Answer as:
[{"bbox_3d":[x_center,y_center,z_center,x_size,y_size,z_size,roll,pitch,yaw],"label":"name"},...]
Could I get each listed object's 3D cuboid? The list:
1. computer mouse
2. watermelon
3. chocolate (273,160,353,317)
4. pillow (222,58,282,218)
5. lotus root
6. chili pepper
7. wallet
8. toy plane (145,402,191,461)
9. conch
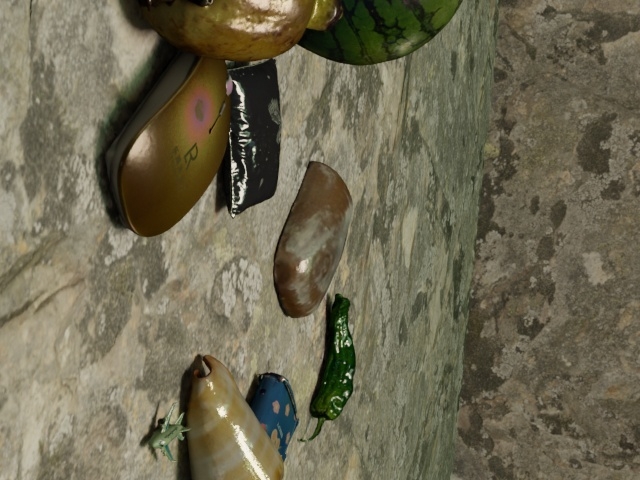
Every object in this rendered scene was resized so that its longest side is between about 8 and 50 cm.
[{"bbox_3d":[-0.165,-0.137,1.430,0.310,0.072,0.158,-65,157,-46],"label":"computer mouse"},{"bbox_3d":[0.054,-0.409,1.595,0.363,0.363,0.363,7,90,-72],"label":"watermelon"},{"bbox_3d":[0.002,0.001,1.981,0.157,0.080,0.254,76,27,-49],"label":"chocolate"},{"bbox_3d":[-0.097,-0.146,1.660,0.141,0.055,0.208,-33,127,-60],"label":"pillow"},{"bbox_3d":[-0.101,-0.292,1.371,0.314,0.141,0.169,9,112,-43],"label":"lotus root"},{"bbox_3d":[0.027,0.243,2.182,0.122,0.065,0.279,36,60,-60],"label":"chili pepper"},{"bbox_3d":[-0.092,0.323,1.843,0.141,0.059,0.202,80,24,-47],"label":"wallet"},{"bbox_3d":[-0.200,0.251,1.524,0.083,0.033,0.080,-19,116,-63],"label":"toy plane"},{"bbox_3d":[-0.115,0.290,1.643,0.158,0.127,0.255,-54,143,-53],"label":"conch"}]
